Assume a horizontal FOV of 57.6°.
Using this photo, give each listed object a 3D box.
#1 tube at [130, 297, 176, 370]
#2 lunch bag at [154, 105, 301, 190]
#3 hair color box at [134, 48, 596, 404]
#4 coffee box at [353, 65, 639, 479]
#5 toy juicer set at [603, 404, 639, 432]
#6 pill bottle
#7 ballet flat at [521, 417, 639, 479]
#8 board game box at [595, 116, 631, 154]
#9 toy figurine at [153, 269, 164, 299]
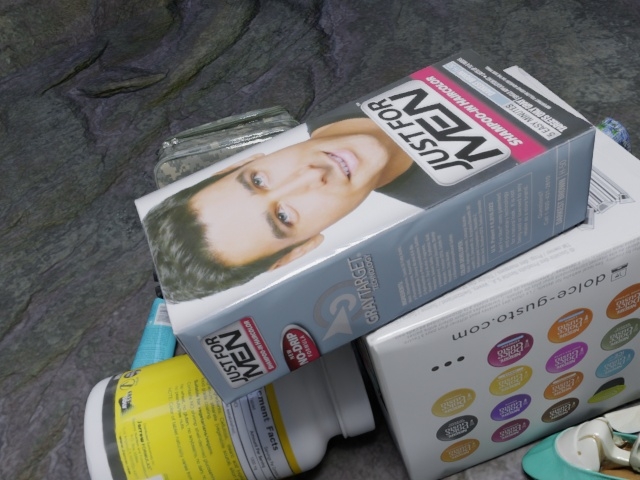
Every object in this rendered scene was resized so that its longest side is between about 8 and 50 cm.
[{"bbox_3d":[-0.269,0.189,0.942,0.080,0.052,0.207,-7,48,15],"label":"tube"},{"bbox_3d":[-0.165,-0.137,1.149,0.305,0.212,0.256,-15,26,-1],"label":"lunch bag"},{"bbox_3d":[0.036,-0.029,0.548,0.375,0.113,0.185,-26,44,-7],"label":"hair color box"},{"bbox_3d":[0.191,0.042,0.752,0.338,0.334,0.338,-21,43,-3],"label":"coffee box"},{"bbox_3d":[0.519,0.244,0.633,0.209,0.089,0.329,-29,44,-15],"label":"toy juicer set"},{"bbox_3d":[-0.108,0.223,0.755,0.334,0.187,0.188,-16,43,-3],"label":"pill bottle"},{"bbox_3d":[0.340,0.237,0.640,0.247,0.087,0.083,-3,26,41],"label":"ballet flat"},{"bbox_3d":[0.422,-0.062,0.939,0.194,0.194,0.060,-41,46,-7],"label":"board game box"},{"bbox_3d":[-0.132,0.049,0.926,0.148,0.213,0.209,-9,41,29],"label":"toy figurine"}]
